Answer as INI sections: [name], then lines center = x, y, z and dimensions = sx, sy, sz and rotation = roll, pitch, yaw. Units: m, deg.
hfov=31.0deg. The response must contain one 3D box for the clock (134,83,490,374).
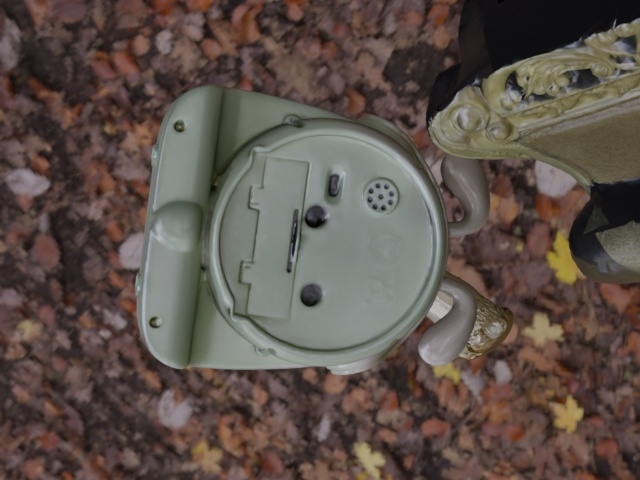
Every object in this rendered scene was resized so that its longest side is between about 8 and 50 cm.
[clock]
center = 0.000, 0.000, 0.624
dimensions = 0.191, 0.062, 0.151
rotation = 7, 91, -10

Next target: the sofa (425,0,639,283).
[sofa]
center = 0.193, -0.109, 0.488
dimensions = 0.182, 0.258, 0.200
rotation = 35, 151, -30

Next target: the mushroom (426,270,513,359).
[mushroom]
center = 0.119, 0.062, 1.331
dimensions = 0.209, 0.071, 0.084
rotation = 32, 151, -1
